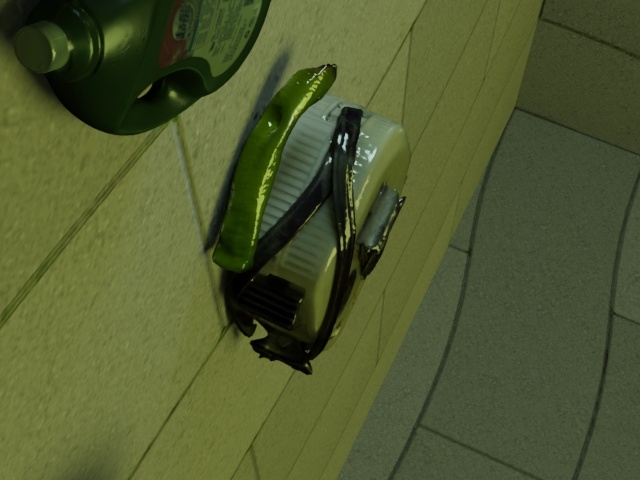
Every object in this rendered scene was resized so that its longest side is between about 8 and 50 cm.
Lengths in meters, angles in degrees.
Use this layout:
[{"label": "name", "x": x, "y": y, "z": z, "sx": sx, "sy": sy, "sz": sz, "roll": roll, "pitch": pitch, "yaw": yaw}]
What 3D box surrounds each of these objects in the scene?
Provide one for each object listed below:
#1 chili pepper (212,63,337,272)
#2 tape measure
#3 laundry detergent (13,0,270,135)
[{"label": "chili pepper", "x": -0.045, "y": -0.069, "z": 0.920, "sx": 0.052, "sy": 0.050, "sz": 0.202, "roll": -105, "pitch": -141, "yaw": -83}, {"label": "tape measure", "x": 0.000, "y": 0.000, "z": 1.056, "sx": 0.271, "sy": 0.132, "sz": 0.231, "roll": -63, "pitch": 168, "yaw": -5}, {"label": "laundry detergent", "x": -0.097, "y": -0.115, "z": 0.583, "sx": 0.211, "sy": 0.063, "sz": 0.137, "roll": -46, "pitch": 163, "yaw": -59}]
